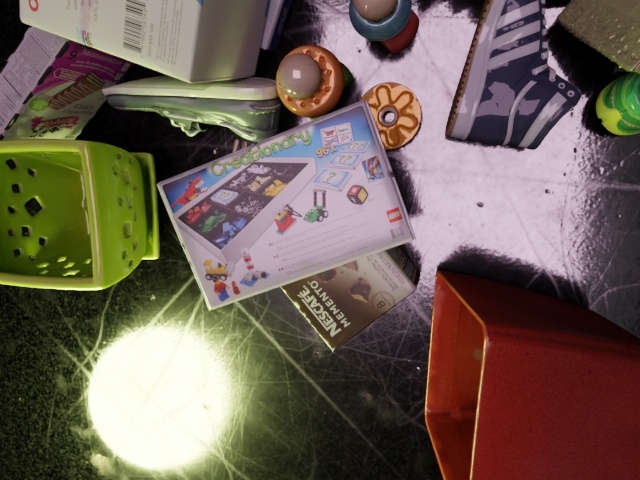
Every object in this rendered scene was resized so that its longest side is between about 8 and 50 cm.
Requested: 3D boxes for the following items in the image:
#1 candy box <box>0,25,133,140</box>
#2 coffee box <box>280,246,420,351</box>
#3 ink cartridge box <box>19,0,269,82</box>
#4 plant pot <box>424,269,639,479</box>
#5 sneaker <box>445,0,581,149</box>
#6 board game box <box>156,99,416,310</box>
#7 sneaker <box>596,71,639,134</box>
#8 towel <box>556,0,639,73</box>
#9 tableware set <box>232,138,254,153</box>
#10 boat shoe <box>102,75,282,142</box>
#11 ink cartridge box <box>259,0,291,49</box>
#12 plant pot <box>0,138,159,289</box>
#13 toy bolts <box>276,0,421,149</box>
[{"bbox_3d":[-0.453,-0.260,0.787,0.233,0.159,0.071,-41,87,18],"label":"candy box"},{"bbox_3d":[0.000,0.000,0.732,0.168,0.119,0.297,-40,87,17],"label":"coffee box"},{"bbox_3d":[-0.232,-0.363,0.638,0.270,0.197,0.198,22,117,9],"label":"ink cartridge box"},{"bbox_3d":[0.292,0.203,0.630,0.236,0.267,0.267,2,100,3],"label":"plant pot"},{"bbox_3d":[0.286,-0.263,0.625,0.153,0.099,0.282,17,102,8],"label":"sneaker"},{"bbox_3d":[-0.047,-0.043,0.631,0.305,0.053,0.193,-19,97,9],"label":"board game box"},{"bbox_3d":[0.502,-0.228,0.559,0.295,0.123,0.109,-35,89,17],"label":"sneaker"},{"bbox_3d":[0.378,-0.280,0.562,0.110,0.027,0.148,-52,53,26],"label":"towel"},{"bbox_3d":[-0.092,-0.066,0.673,0.104,0.024,0.154,16,101,4],"label":"tableware set"},{"bbox_3d":[-0.215,-0.214,0.756,0.319,0.116,0.099,6,121,16],"label":"boat shoe"},{"bbox_3d":[-0.135,-0.448,0.709,0.224,0.045,0.223,29,117,6],"label":"ink cartridge box"},{"bbox_3d":[-0.406,-0.052,0.785,0.227,0.207,0.228,2,100,14],"label":"plant pot"},{"bbox_3d":[0.065,-0.254,0.651,0.218,0.158,0.228,33,106,7],"label":"toy bolts"}]
